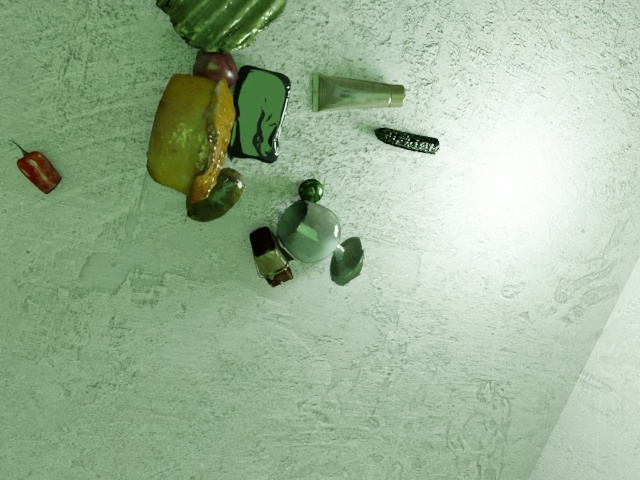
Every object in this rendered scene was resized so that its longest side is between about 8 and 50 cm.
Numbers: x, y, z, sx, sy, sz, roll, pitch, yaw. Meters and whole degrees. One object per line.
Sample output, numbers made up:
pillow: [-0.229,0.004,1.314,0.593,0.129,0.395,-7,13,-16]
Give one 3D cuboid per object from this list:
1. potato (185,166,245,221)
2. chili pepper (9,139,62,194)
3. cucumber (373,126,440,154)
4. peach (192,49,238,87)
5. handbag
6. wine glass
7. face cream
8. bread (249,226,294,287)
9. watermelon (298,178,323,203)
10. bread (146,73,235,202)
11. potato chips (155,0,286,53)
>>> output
potato: [-0.381,-0.158,1.615,0.251,0.113,0.149,-38,112,-2]
chili pepper: [-0.920,-0.244,1.444,0.086,0.084,0.192,-43,120,-18]
cucumber: [0.337,-0.395,1.776,0.299,0.072,0.072,8,105,-19]
peach: [-0.339,-0.567,1.485,0.151,0.152,0.152,-5,109,-15]
handbag: [-0.221,-0.432,1.594,0.191,0.075,0.333,8,106,-19]
wine glass: [0.000,0.000,1.708,0.322,0.238,0.238,32,96,-30]
face cream: [0.139,-0.541,1.672,0.340,0.084,0.138,-1,106,-8]
bread: [-0.177,0.068,1.695,0.142,0.224,0.212,-27,128,0]
watermelon: [-0.036,-0.189,1.713,0.108,0.109,0.109,-5,109,-15]
bread: [-0.393,-0.320,1.406,0.215,0.398,0.399,16,102,-11]
potato chips: [-0.310,-0.793,1.426,0.358,0.070,0.429,42,79,-11]
